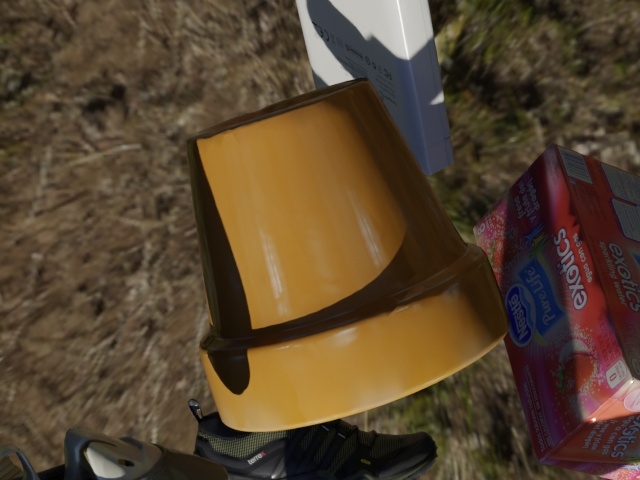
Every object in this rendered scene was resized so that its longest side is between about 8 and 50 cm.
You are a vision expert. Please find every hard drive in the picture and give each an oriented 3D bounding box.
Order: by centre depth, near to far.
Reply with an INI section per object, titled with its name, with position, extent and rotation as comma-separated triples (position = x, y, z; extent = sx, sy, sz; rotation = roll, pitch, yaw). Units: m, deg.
[hard drive]
position = 0.035, -0.262, 1.515
extent = 0.047, 0.233, 0.353
rotation = -28, 128, -18

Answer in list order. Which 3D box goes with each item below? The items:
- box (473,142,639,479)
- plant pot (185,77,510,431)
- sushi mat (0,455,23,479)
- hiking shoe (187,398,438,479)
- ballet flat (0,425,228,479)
[box]
position = 0.275, 0.071, 1.440
extent = 0.154, 0.300, 0.142
rotation = 16, 132, -28
[plant pot]
position = 0.000, 0.000, 0.983
extent = 0.205, 0.205, 0.188
rotation = -19, 98, 2
[sushi mat]
position = -0.333, 0.280, 1.161
extent = 0.151, 0.316, 0.019
rotation = 30, 137, 27
[hiking shoe]
position = -0.006, 0.178, 1.336
extent = 0.227, 0.086, 0.114
rotation = -6, 91, -9
[ballet flat]
position = -0.150, 0.143, 0.843
extent = 0.213, 0.072, 0.068
rotation = -15, 108, -27
